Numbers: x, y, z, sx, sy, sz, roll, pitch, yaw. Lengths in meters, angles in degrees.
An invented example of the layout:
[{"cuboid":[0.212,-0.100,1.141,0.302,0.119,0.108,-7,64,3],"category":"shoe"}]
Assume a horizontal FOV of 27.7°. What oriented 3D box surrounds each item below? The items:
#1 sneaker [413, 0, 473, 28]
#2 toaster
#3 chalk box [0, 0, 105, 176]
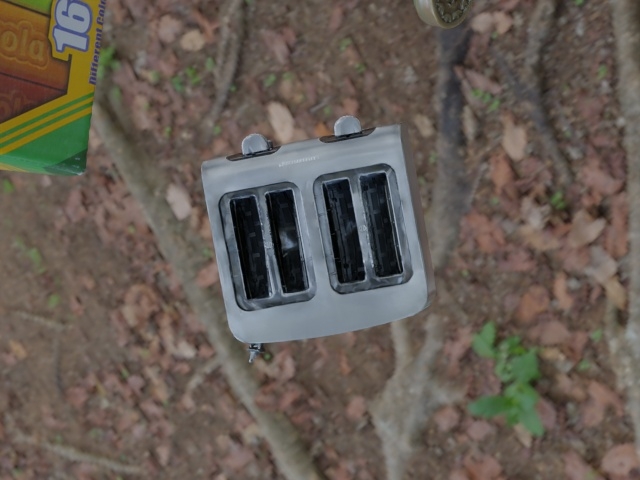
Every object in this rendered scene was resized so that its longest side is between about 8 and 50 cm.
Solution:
[{"cuboid":[0.079,-0.267,1.010,0.086,0.064,0.192,21,119,44],"category":"sneaker"},{"cuboid":[0.000,0.000,1.047,0.168,0.110,0.185,-10,90,8],"category":"toaster"},{"cuboid":[-0.274,-0.145,0.703,0.179,0.289,0.180,7,89,30],"category":"chalk box"}]
